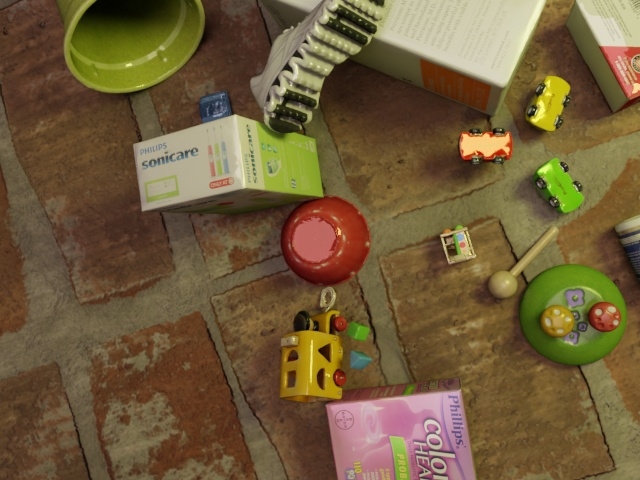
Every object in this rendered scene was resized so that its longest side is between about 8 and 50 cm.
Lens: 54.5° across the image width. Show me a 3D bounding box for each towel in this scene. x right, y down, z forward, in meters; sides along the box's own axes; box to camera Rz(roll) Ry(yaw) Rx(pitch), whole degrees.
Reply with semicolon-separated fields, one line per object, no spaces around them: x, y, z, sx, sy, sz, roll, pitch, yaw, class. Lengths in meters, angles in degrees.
-0.209;-0.238;1.261;0.067;0.029;0.119;-11;87;12;towel

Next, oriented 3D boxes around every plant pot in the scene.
-0.406;-0.476;1.207;0.276;0.276;0.253;-36;71;9;plant pot

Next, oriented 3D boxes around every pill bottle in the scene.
0.581;0.034;1.059;0.094;0.094;0.169;-23;84;10;pill bottle

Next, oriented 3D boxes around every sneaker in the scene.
-0.012;-0.313;0.979;0.292;0.110;0.118;-48;53;20;sneaker

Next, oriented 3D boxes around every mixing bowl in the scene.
0.000;0.000;1.178;0.182;0.098;0.181;0;90;11;mixing bowl

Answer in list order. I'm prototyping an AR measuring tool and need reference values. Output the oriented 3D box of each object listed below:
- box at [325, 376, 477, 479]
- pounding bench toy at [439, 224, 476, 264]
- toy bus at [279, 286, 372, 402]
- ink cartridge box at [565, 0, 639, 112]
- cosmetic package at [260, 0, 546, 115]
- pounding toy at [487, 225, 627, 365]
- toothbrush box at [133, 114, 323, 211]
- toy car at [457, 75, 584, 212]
0.151;0.377;1.128;0.243;0.117;0.213;-9;87;11;box
0.249;0.007;1.133;0.052;0.083;0.065;-17;86;11;pounding bench toy
-0.021;0.198;1.134;0.190;0.104;0.202;-61;39;13;toy bus
0.595;-0.372;1.055;0.273;0.114;0.196;-25;83;11;ink cartridge box
0.136;-0.393;1.093;0.454;0.230;0.161;25;95;12;cosmetic package
0.426;0.112;1.081;0.183;0.110;0.237;-41;82;8;pounding toy
-0.150;-0.121;1.098;0.206;0.283;0.122;-10;86;25;toothbrush box
0.384;-0.146;1.114;0.239;0.053;0.225;-34;92;-7;toy car
